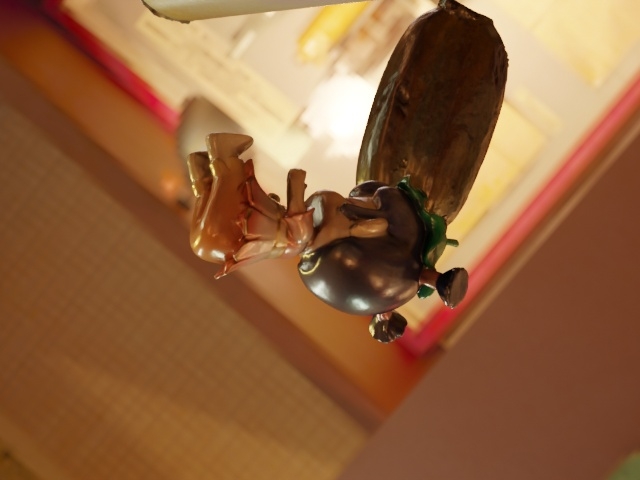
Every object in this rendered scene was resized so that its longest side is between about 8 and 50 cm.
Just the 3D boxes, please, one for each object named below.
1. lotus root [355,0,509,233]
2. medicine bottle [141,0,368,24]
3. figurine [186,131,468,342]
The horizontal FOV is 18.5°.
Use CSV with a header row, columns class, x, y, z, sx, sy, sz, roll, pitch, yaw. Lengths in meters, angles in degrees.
class,x,y,z,sx,sy,sz,roll,pitch,yaw
lotus root,0.110,-0.118,1.934,0.124,0.241,0.123,19,178,2
medicine bottle,0.017,-0.178,1.072,0.108,0.108,0.426,30,169,-28
figurine,0.000,0.000,1.347,0.195,0.102,0.111,11,162,-16
